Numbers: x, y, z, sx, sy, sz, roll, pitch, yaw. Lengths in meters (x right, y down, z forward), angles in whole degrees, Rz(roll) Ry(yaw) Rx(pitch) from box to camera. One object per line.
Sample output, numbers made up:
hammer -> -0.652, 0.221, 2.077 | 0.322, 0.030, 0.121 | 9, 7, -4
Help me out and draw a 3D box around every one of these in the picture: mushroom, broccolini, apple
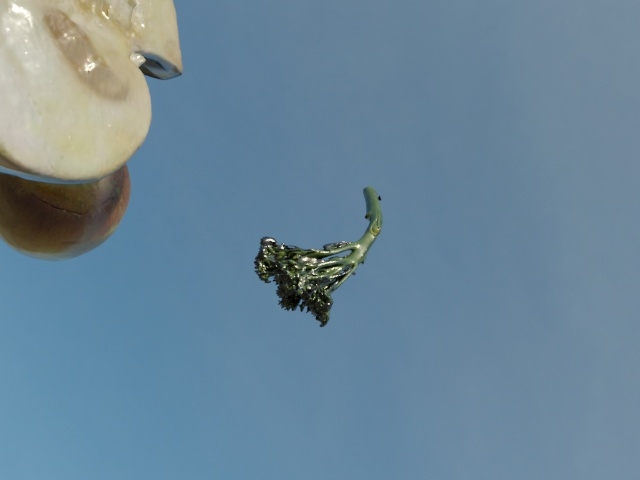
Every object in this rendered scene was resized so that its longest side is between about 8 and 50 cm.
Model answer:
mushroom -> -0.209, -0.113, 0.398 | 0.162, 0.236, 0.173 | -5, -89, 27
broccolini -> 0.005, -0.004, 0.827 | 0.123, 0.271, 0.062 | 34, -48, 2
apple -> -0.299, -0.058, 0.714 | 0.163, 0.146, 0.147 | 58, -32, 4
